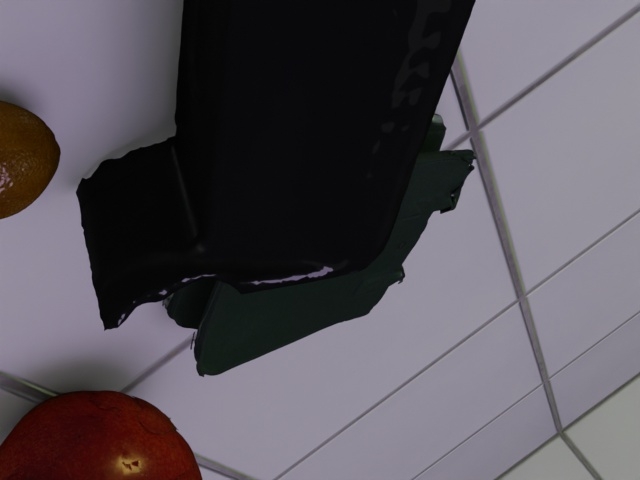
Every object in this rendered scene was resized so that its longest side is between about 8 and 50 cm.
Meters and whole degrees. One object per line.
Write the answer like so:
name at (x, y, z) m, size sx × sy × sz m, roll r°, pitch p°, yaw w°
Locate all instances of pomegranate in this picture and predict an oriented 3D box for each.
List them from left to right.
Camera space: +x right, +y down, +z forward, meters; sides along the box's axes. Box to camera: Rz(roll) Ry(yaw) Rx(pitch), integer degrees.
pomegranate at (-0.216, 0.245, 0.778) m, size 0.210 × 0.210 × 0.235 m, roll -30°, pitch 176°, yaw -11°

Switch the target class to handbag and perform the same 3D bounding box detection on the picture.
handbag at (0.000, 0.001, 0.778) m, size 0.260 × 0.079 × 0.247 m, roll -10°, pitch 140°, yaw -38°

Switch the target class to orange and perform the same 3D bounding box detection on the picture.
orange at (-0.206, -0.050, 0.511) m, size 0.085 × 0.085 × 0.085 m, roll -25°, pitch 147°, yaw -18°

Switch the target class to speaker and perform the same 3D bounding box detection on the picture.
speaker at (-0.038, -0.129, 0.476) m, size 0.184 × 0.180 × 0.388 m, roll -6°, pitch 136°, yaw -22°
